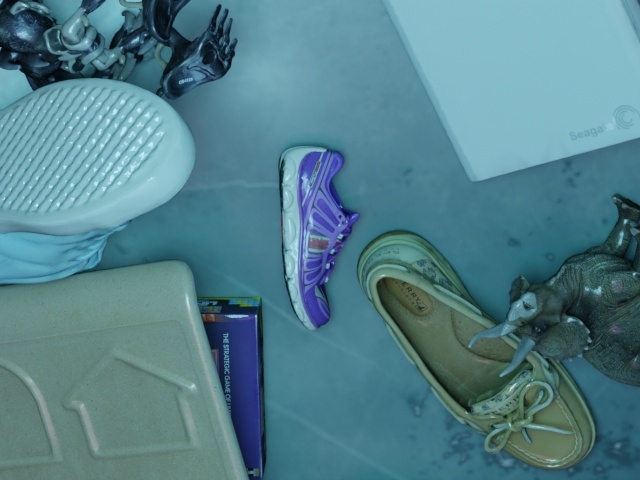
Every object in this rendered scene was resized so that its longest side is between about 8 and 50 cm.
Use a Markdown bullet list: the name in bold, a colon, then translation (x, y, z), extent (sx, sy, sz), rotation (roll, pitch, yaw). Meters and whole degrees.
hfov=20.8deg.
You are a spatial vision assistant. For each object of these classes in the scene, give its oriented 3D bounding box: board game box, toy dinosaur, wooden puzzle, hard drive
- **board game box**: translation (-0.123, 0.138, 1.617), extent (0.141, 0.048, 0.170), rotation (0, 109, 5)
- **toy dinosaur**: translation (0.282, 0.066, 1.545), extent (0.313, 0.121, 0.160), rotation (22, 109, -28)
- **wooden puzzle**: translation (-0.204, 0.200, 1.585), extent (0.322, 0.080, 0.348), rotation (-9, 100, 26)
- **hard drive**: translation (0.149, -0.209, 1.440), extent (0.203, 0.040, 0.307), rotation (-15, 111, 35)

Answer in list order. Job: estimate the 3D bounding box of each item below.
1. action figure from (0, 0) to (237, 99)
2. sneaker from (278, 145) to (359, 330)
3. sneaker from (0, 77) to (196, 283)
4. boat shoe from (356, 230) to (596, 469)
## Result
- **action figure**: translation (-0.192, -0.193, 1.459), extent (0.276, 0.141, 0.164), rotation (9, 145, 38)
- **sneaker**: translation (0.000, 0.000, 1.554), extent (0.071, 0.068, 0.170), rotation (-2, 109, -2)
- **sneaker**: translation (-0.215, -0.038, 1.472), extent (0.366, 0.135, 0.150), rotation (-8, 154, 41)
- **boat shoe**: translation (0.138, 0.115, 1.571), extent (0.285, 0.089, 0.104), rotation (42, 106, -11)
